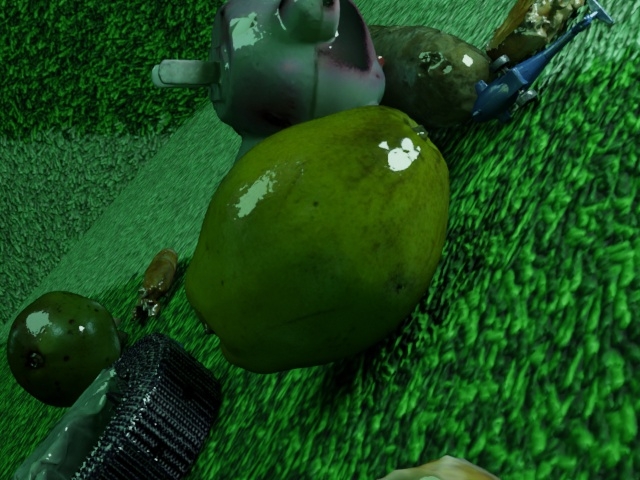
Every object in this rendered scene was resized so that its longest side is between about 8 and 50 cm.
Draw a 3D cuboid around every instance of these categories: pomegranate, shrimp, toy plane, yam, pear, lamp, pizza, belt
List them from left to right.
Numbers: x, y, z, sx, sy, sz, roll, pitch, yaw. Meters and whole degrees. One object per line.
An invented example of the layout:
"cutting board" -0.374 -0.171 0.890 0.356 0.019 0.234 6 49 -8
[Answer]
"pomegranate" -0.397 0.168 1.887 0.187 0.187 0.225 -46 -12 18
"belt" -0.246 0.249 1.319 0.260 0.122 0.325 -22 31 53
"shrimp" -0.279 0.085 1.962 0.187 0.052 0.132 -79 12 -70
"lamp" -0.052 -0.123 1.232 0.247 0.247 0.301 -158 67 -77
"pear" 0.000 0.000 1.031 0.269 0.212 0.212 -43 16 9
"yam" 0.104 -0.186 1.341 0.133 0.133 0.330 -52 20 -5
"toy plane" 0.209 -0.170 1.139 0.167 0.054 0.062 -42 -8 32
"pizza" 0.248 -0.263 1.228 0.195 0.052 0.185 -55 8 -1

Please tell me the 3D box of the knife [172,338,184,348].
"knife" -0.259 0.211 1.629 0.244 0.032 0.058 -44 24 39

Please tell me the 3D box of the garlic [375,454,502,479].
"garlic" 0.024 0.199 0.575 0.245 0.164 0.145 -47 32 34
